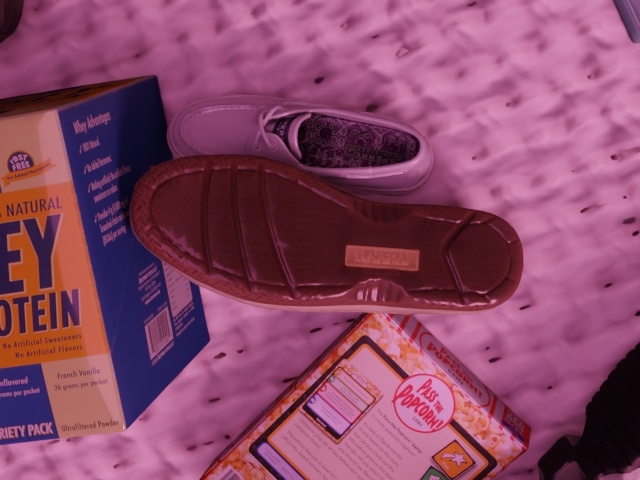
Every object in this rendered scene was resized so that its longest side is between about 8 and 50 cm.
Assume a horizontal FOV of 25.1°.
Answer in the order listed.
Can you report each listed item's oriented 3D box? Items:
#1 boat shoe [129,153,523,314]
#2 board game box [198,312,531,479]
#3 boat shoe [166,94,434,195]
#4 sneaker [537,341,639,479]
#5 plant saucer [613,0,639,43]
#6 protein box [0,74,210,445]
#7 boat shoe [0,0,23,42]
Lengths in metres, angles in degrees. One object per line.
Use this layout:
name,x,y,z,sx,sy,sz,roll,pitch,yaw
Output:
boat shoe,-0.001,0.008,0.953,0.257,0.095,0.095,14,81,-10
board game box,0.031,0.154,1.031,0.147,0.045,0.193,45,108,-1
boat shoe,-0.016,-0.066,0.967,0.184,0.063,0.066,14,78,8
sneaker,0.243,0.165,0.966,0.146,0.122,0.330,37,107,-18
plant saucer,0.191,-0.225,0.922,0.067,0.018,0.192,-25,98,16
protein box,-0.180,0.007,0.959,0.136,0.200,0.201,-8,101,13
boat shoe,-0.287,-0.286,0.979,0.112,0.095,0.335,-15,95,17
